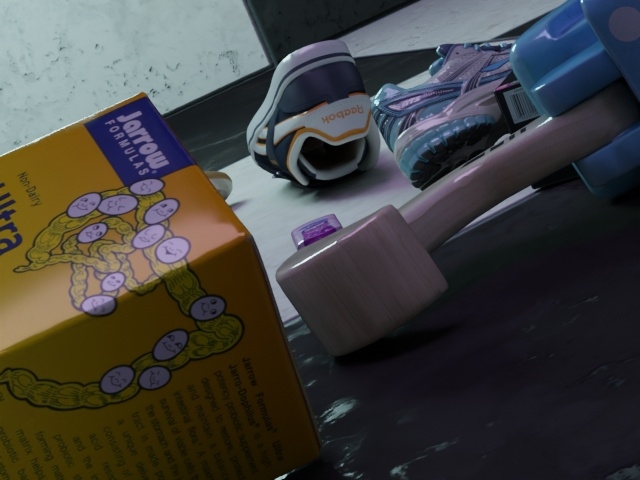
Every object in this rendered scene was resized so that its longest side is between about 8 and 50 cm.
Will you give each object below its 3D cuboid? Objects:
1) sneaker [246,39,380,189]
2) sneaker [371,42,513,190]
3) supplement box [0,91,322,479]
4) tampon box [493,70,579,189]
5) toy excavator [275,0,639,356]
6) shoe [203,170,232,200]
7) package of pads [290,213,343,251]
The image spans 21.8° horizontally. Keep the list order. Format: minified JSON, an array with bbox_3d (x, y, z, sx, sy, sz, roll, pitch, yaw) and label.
[{"bbox_3d":[-0.010,-0.114,1.971,0.126,0.127,0.321,-19,-14,-11],"label":"sneaker"},{"bbox_3d":[0.179,-0.168,1.712,0.283,0.122,0.110,-27,-26,-21],"label":"sneaker"},{"bbox_3d":[-0.211,0.093,1.049,0.357,0.195,0.194,-26,40,-11],"label":"supplement box"},{"bbox_3d":[0.248,-0.131,1.557,0.120,0.101,0.161,-18,13,22],"label":"tampon box"},{"bbox_3d":[0.212,-0.096,1.328,0.445,0.222,0.433,-33,6,27],"label":"toy excavator"},{"bbox_3d":[-0.203,-0.023,2.080,0.219,0.058,0.076,-23,-20,-20],"label":"shoe"},{"bbox_3d":[0.000,0.000,1.620,0.050,0.032,0.083,-26,12,0],"label":"package of pads"}]
